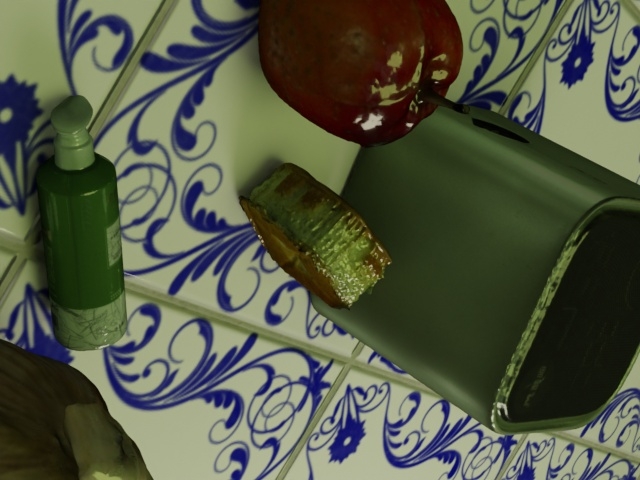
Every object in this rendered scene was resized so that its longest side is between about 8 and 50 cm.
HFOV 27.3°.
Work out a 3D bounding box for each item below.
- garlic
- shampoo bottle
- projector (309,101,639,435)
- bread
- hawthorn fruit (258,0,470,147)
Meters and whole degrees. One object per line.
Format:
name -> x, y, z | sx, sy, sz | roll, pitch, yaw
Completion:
garlic -> -0.235, 0.200, 0.922 | 0.241, 0.322, 0.322 | -48, 144, -6
shampoo bottle -> -0.184, -0.011, 1.015 | 0.065, 0.065, 0.204 | -28, 136, -34
projector -> 0.177, 0.023, 1.302 | 0.248, 0.249, 0.248 | 4, 113, -51
bread -> 0.000, 0.000, 1.178 | 0.069, 0.128, 0.140 | -44, 143, -10
hawthorn fruit -> 0.045, -0.149, 1.061 | 0.157, 0.194, 0.157 | -37, 152, -24
